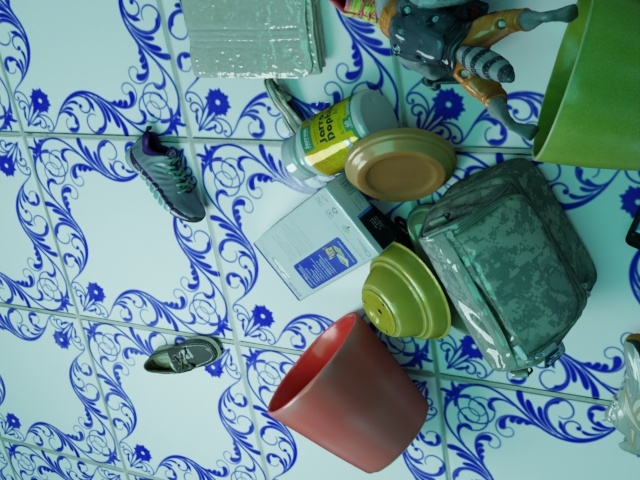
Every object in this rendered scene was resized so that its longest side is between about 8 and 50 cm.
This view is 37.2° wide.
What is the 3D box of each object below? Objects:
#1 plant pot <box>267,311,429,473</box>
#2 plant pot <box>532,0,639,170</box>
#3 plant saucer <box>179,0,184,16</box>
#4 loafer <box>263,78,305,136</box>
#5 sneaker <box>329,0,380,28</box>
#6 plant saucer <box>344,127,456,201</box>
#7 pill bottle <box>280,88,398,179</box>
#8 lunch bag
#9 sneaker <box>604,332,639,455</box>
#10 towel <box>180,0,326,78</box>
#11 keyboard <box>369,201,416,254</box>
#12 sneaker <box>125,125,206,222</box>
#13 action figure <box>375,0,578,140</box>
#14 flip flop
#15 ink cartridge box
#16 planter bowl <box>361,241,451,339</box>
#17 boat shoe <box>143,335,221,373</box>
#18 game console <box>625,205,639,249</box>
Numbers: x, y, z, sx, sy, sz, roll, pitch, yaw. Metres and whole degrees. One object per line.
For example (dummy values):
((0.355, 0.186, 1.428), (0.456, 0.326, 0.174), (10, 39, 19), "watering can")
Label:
((0.069, 0.324, 1.939), (0.243, 0.275, 0.275), (42, 131, -8), "plant pot")
((0.490, -0.207, 1.374), (0.294, 0.274, 0.274), (17, 125, 4), "plant pot")
((-0.229, -0.421, 1.840), (0.067, 0.018, 0.192), (-2, 114, 33), "plant saucer")
((-0.064, -0.260, 1.816), (0.039, 0.045, 0.125), (-21, 111, 21), "loafer")
((0.079, -0.398, 1.608), (0.209, 0.094, 0.081), (28, 126, 15), "sneaker")
((0.142, -0.125, 1.685), (0.200, 0.037, 0.200), (-1, 148, -1), "plant saucer")
((0.029, -0.186, 1.745), (0.208, 0.117, 0.117), (-23, 103, 39), "pill bottle")
((0.308, 0.049, 1.613), (0.213, 0.256, 0.305), (-22, 103, 39), "lunch bag")
((0.558, 0.286, 1.700), (0.121, 0.099, 0.262), (-3, 113, 38), "sneaker")
((-0.127, -0.393, 1.763), (0.282, 0.049, 0.187), (6, 118, 24), "towel")
((0.147, 0.003, 1.842), (0.180, 0.023, 0.108), (40, 130, 5), "keyboard")
((-0.318, -0.138, 2.018), (0.224, 0.083, 0.098), (45, 126, 4), "sneaker")
((0.212, -0.345, 1.434), (0.330, 0.179, 0.341), (31, 131, 35), "action figure")
((0.240, 0.061, 1.766), (0.112, 0.080, 0.277), (-22, 100, 21), "flip flop")
((0.000, 0.000, 1.874), (0.165, 0.065, 0.333), (51, 145, -4), "ink cartridge box")
((0.142, 0.116, 1.807), (0.217, 0.090, 0.217), (45, 153, 31), "planter bowl")
((-0.332, 0.284, 2.271), (0.224, 0.073, 0.080), (-14, 108, 37), "boat shoe")
((0.562, -0.014, 1.528), (0.124, 0.085, 0.144), (26, 127, 17), "game console")
